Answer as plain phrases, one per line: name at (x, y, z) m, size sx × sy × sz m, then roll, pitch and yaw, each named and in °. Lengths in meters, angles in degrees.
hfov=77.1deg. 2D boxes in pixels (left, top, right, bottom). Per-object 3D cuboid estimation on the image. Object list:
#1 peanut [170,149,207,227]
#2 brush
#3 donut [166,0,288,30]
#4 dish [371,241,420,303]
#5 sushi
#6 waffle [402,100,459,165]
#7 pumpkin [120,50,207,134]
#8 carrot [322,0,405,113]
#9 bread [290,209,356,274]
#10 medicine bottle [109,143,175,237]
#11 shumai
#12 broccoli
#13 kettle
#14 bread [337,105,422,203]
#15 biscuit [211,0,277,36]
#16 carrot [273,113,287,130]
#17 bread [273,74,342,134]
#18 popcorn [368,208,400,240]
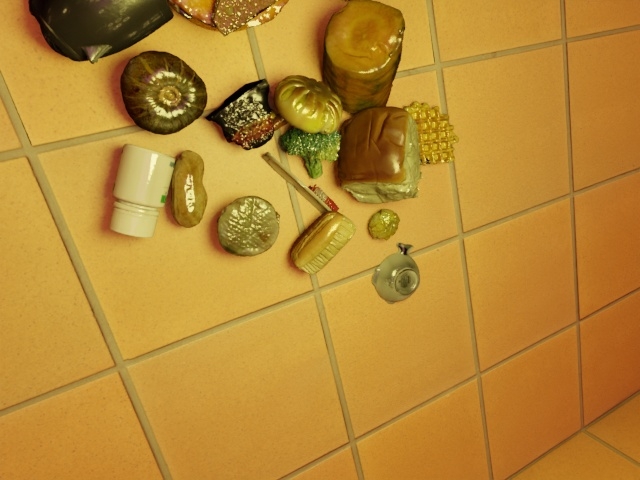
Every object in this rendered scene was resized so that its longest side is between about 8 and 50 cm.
peanut at (-0.384, -0.150, 1.174) m, size 0.108 × 0.095 × 0.226 m, roll -7°, pitch 99°, yaw -61°
brush at (-0.056, -0.187, 1.327) m, size 0.321 × 0.060 × 0.050 m, roll 40°, pitch 71°, yaw -25°
donut at (-0.292, -0.771, 1.058) m, size 0.377 × 0.163 × 0.436 m, roll -26°, pitch 111°, yaw -15°
dish at (0.314, 0.136, 1.535) m, size 0.224 × 0.078 × 0.246 m, roll 11°, pitch 96°, yaw -23°
sushi at (-0.213, -0.351, 1.180) m, size 0.172 × 0.153 × 0.150 m, roll -45°, pitch 122°, yaw -16°
waffle at (0.368, -0.362, 1.470) m, size 0.309 × 0.065 × 0.283 m, roll 34°, pitch 84°, yaw -21°
pumpkin at (-0.428, -0.397, 1.080) m, size 0.218 × 0.162 × 0.219 m, roll -18°, pitch 131°, yaw -22°
carrot at (0.126, -0.552, 1.246) m, size 0.241 × 0.341 × 0.242 m, roll 0°, pitch 81°, yaw 1°
bread at (0.000, 0.000, 1.325) m, size 0.236 × 0.140 × 0.106 m, roll -46°, pitch 117°, yaw 9°
medicine bottle at (-0.494, -0.134, 1.107) m, size 0.139 × 0.139 × 0.237 m, roll 12°, pitch 96°, yaw -24°
shumai at (-0.226, -0.045, 1.247) m, size 0.201 × 0.120 × 0.202 m, roll -6°, pitch 107°, yaw -22°
broccoli at (-0.023, -0.288, 1.291) m, size 0.220 × 0.194 × 0.194 m, roll -47°, pitch 116°, yaw -34°
kettle at (-0.558, -0.582, 0.981) m, size 0.290 × 0.207 × 0.268 m, roll -39°, pitch 84°, yaw -1°
bread at (0.189, -0.276, 1.307) m, size 0.224 × 0.250 × 0.279 m, roll 15°, pitch 77°, yaw -58°
biscuit at (-0.194, -0.642, 1.028) m, size 0.236 × 0.026 × 0.131 m, roll -39°, pitch 115°, yaw -9°
carrot at (-0.091, -0.403, 1.273) m, size 0.209 × 0.061 × 0.061 m, roll -36°, pitch 112°, yaw -9°
bread at (-0.030, -0.403, 1.166) m, size 0.213 × 0.214 × 0.105 m, roll 8°, pitch 141°, yaw -24°
popcorn at (0.235, -0.057, 1.449) m, size 0.120 × 0.106 × 0.116 m, roll -10°, pitch 94°, yaw -21°
